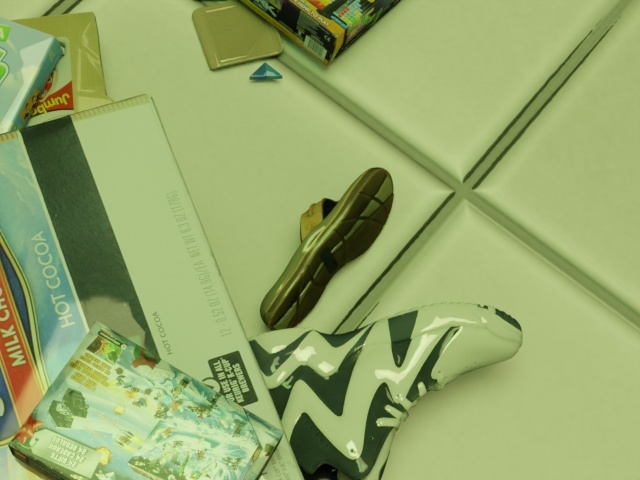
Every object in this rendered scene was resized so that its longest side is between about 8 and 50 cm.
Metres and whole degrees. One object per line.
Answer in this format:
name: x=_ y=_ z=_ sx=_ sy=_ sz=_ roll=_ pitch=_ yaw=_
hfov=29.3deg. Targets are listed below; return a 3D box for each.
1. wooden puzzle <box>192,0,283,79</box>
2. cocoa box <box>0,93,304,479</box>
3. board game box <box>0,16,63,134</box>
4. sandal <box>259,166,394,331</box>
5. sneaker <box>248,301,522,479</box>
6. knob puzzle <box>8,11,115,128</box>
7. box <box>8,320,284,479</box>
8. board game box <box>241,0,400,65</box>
wooden puzzle: x=-0.078 y=-0.196 z=1.151 sx=0.079 sy=0.014 sz=0.116 roll=-10 pitch=67 yaw=-7
cocoa box: x=-0.174 y=0.116 z=0.875 sx=0.228 sy=0.231 sz=0.347 roll=-18 pitch=70 yaw=-15
board game box: x=-0.336 y=-0.102 z=1.035 sx=0.160 sy=0.039 sz=0.211 roll=20 pitch=75 yaw=6
sandal: x=0.000 y=0.000 z=1.049 sx=0.049 sy=0.072 sz=0.180 roll=29 pitch=68 yaw=30
sneaker: x=0.055 y=0.140 z=0.972 sx=0.235 sy=0.094 sz=0.153 roll=-6 pitch=68 yaw=-10
knob puzzle: x=-0.272 y=-0.098 z=1.069 sx=0.213 sy=0.030 sz=0.213 roll=0 pitch=74 yaw=0
box: x=-0.104 y=0.122 z=0.737 sx=0.137 sy=0.027 sz=0.094 roll=30 pitch=65 yaw=6
board game box: x=-0.012 y=-0.264 z=1.160 sx=0.170 sy=0.048 sz=0.141 roll=38 pitch=59 yaw=10
